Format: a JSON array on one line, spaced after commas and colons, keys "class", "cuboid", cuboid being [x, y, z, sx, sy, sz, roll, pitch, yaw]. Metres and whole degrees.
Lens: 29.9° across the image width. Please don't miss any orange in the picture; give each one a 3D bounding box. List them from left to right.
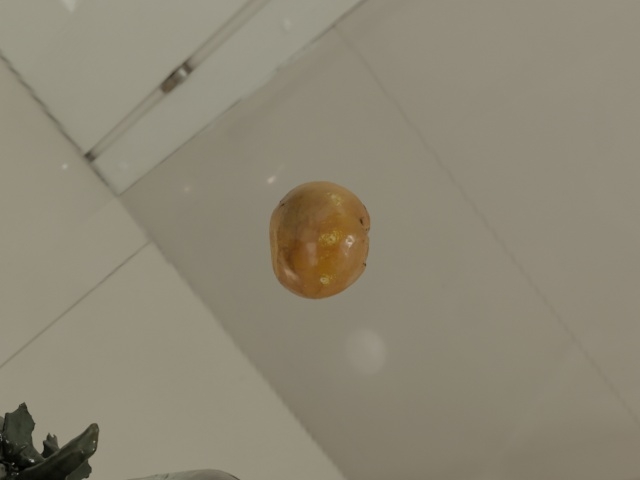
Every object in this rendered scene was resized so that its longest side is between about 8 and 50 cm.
[{"class": "orange", "cuboid": [0.000, 0.000, 0.835, 0.070, 0.083, 0.083, -1, 74, -6]}]

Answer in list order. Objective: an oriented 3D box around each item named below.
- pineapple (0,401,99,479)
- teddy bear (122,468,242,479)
[{"class": "pineapple", "cuboid": [-0.208, 0.141, 0.662, 0.128, 0.248, 0.128, 2, 88, -56]}, {"class": "teddy bear", "cuboid": [-0.075, 0.288, 0.428, 0.375, 0.327, 0.362, -35, 140, 1]}]
